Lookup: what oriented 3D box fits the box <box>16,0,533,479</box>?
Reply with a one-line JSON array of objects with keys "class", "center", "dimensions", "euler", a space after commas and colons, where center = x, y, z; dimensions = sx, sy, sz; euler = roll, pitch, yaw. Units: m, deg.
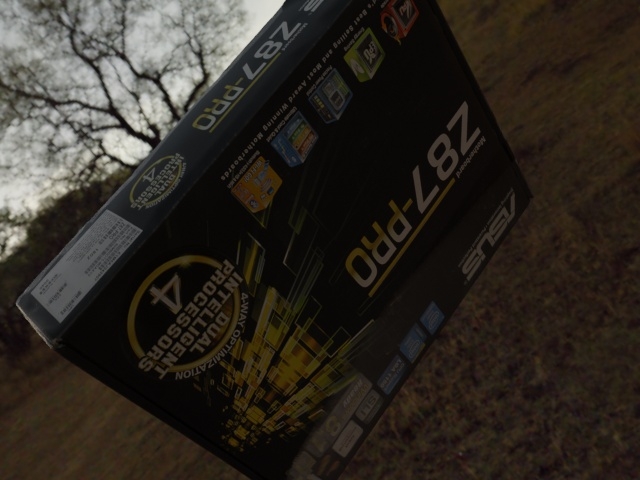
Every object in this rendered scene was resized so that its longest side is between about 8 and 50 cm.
[{"class": "box", "center": [0.000, 0.000, 0.612], "dimensions": [0.097, 0.318, 0.395], "euler": [23, 69, 47]}]
